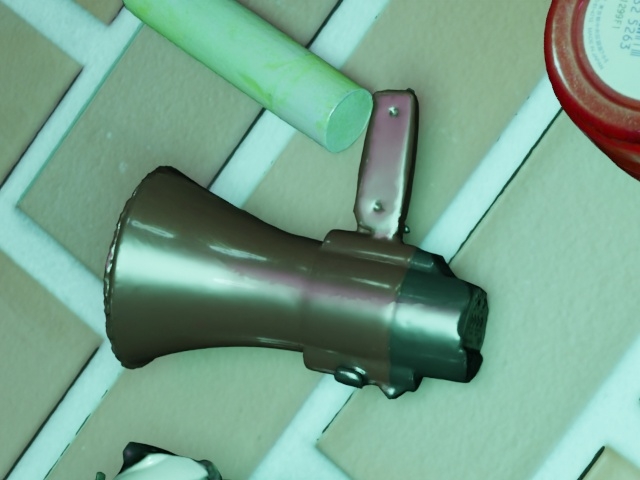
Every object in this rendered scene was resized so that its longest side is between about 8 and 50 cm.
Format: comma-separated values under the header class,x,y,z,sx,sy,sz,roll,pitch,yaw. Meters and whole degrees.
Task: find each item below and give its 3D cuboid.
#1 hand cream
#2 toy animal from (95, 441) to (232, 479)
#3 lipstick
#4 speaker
class,x,y,z,sx,sy,sz,roll,pitch,yaw
hand cream,0.309,-0.159,1.365,0.230,0.149,0.230,-9,71,26
toy animal,-0.089,0.295,1.407,0.267,0.212,0.212,12,83,32
lipstick,-0.079,-0.193,1.604,0.304,0.076,0.076,36,94,29
speaker,-0.006,0.009,1.489,0.329,0.198,0.259,5,61,15
